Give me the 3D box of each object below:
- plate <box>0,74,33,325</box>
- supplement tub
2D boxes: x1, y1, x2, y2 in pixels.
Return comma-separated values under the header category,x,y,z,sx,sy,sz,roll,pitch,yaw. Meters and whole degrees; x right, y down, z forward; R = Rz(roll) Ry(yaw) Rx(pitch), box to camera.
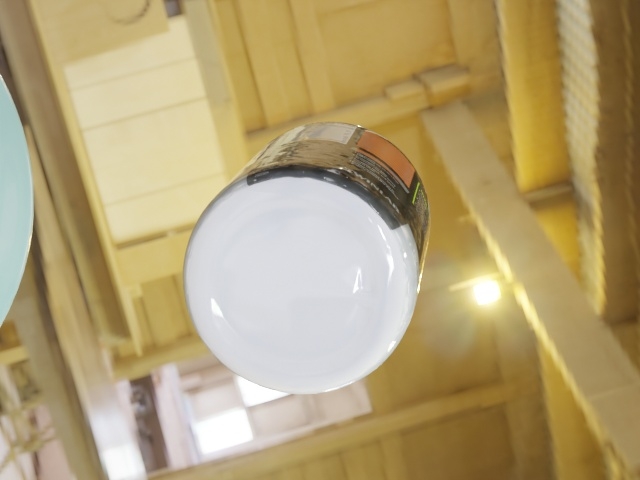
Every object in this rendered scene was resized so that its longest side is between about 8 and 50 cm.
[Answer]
category,x,y,z,sx,sy,sz,roll,pitch,yaw
plate,-0.177,-0.020,0.414,0.024,0.188,0.188,-15,-90,57
supplement tub,0.000,0.000,0.716,0.190,0.117,0.117,-60,136,-75
